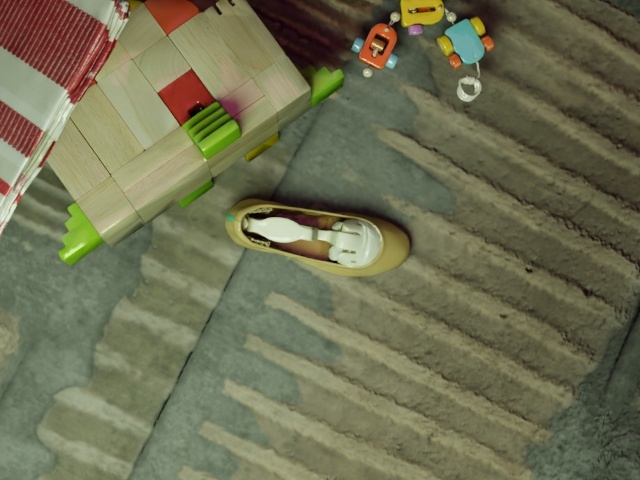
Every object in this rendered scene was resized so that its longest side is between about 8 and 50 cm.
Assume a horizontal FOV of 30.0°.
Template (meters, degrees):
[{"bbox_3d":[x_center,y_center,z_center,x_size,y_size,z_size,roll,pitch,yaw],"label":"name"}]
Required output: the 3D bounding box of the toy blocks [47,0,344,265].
[{"bbox_3d":[-0.202,-0.184,1.377,0.381,0.191,0.261,-36,84,-6],"label":"toy blocks"}]

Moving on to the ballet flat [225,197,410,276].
[{"bbox_3d":[0.000,0.000,1.442,0.232,0.073,0.080,8,90,-8],"label":"ballet flat"}]

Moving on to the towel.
[{"bbox_3d":[-0.365,-0.167,1.330,0.237,0.037,0.329,33,94,31],"label":"towel"}]

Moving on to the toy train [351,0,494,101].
[{"bbox_3d":[0.127,-0.238,1.472,0.166,0.046,0.125,21,89,-5],"label":"toy train"}]
